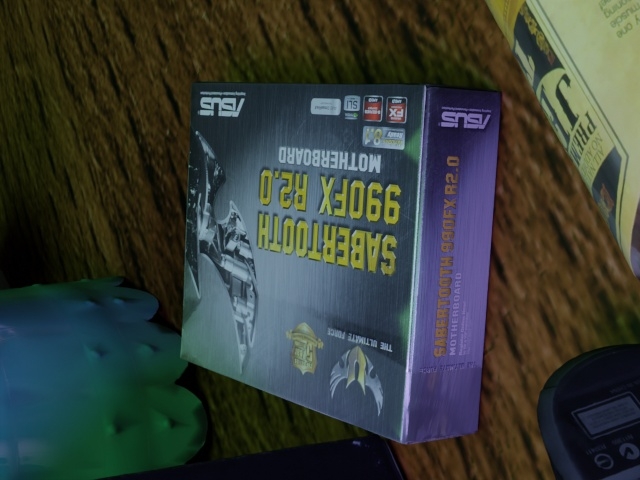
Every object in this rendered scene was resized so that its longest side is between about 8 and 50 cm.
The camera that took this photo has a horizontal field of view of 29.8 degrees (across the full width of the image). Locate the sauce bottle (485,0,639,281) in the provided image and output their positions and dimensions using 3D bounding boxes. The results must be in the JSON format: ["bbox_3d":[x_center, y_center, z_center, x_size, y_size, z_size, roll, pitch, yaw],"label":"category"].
[{"bbox_3d":[0.147,-0.046,0.451,0.111,0.111,0.344,-49,51,42],"label":"sauce bottle"}]

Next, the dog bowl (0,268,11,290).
[{"bbox_3d":[-0.389,0.126,1.013,0.102,0.348,0.349,9,99,27],"label":"dog bowl"}]

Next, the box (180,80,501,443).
[{"bbox_3d":[0.000,0.000,0.699,0.231,0.056,0.183,12,100,53],"label":"box"}]

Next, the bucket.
[{"bbox_3d":[-0.228,0.163,0.906,0.281,0.183,0.281,-1,89,55],"label":"bucket"}]

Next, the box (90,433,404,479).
[{"bbox_3d":[-0.110,0.272,0.656,0.294,0.296,0.183,-54,50,40],"label":"box"}]

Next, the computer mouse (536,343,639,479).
[{"bbox_3d":[0.135,0.160,0.430,0.262,0.184,0.060,52,152,37],"label":"computer mouse"}]
